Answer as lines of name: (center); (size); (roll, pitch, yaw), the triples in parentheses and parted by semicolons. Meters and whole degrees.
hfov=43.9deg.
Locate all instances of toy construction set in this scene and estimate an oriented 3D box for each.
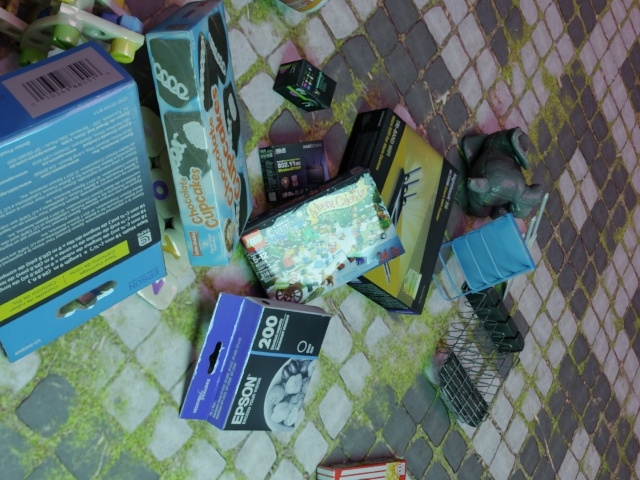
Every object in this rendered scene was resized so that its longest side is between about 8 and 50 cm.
toy construction set: (-0.370, -0.309, 0.889); (0.327, 0.215, 0.151); (48, 52, -47)

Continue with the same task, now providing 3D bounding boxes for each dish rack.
dish rack: (0.321, 0.240, 1.652); (0.271, 0.074, 0.208); (-52, 121, -30)

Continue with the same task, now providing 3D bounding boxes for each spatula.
spatula: (0.444, 0.008, 1.727); (0.168, 0.019, 0.242); (-53, 157, -26)

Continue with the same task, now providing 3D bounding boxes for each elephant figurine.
elephant figurine: (0.381, -0.173, 1.691); (0.169, 0.186, 0.239); (6, 68, -1)

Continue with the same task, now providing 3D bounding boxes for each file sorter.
file sorter: (0.307, 0.038, 1.560); (0.104, 0.170, 0.118); (-17, 81, -38)

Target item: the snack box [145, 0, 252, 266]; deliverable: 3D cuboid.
snack box: (-0.156, -0.147, 1.089); (0.187, 0.060, 0.321); (-76, 162, -61)

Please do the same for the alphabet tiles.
alphabet tiles: (-0.278, -0.044, 1.113); (0.278, 0.021, 0.284); (45, 59, -34)

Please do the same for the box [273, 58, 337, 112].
box: (-0.026, -0.260, 1.338); (0.083, 0.062, 0.052); (28, 71, -40)

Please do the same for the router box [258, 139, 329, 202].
router box: (-0.042, -0.118, 1.333); (0.122, 0.038, 0.092); (-15, 98, -44)

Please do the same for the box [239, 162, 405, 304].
box: (0.000, 0.000, 1.275); (0.233, 0.044, 0.159); (-27, 112, -2)

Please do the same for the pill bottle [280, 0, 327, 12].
pill bottle: (-0.078, -0.458, 1.255); (0.216, 0.121, 0.121); (19, 75, -42)

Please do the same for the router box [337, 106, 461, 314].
router box: (0.129, -0.049, 1.466); (0.243, 0.081, 0.308); (34, 66, -38)

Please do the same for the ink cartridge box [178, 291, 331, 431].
ink cartridge box: (-0.095, 0.193, 1.227); (0.208, 0.045, 0.206); (13, 98, -43)

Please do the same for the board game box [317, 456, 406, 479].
board game box: (0.073, 0.469, 1.414); (0.194, 0.045, 0.146); (8, 83, -44)

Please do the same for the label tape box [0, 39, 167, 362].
label tape box: (-0.325, -0.037, 0.947); (0.241, 0.106, 0.333); (-31, 147, -27)
